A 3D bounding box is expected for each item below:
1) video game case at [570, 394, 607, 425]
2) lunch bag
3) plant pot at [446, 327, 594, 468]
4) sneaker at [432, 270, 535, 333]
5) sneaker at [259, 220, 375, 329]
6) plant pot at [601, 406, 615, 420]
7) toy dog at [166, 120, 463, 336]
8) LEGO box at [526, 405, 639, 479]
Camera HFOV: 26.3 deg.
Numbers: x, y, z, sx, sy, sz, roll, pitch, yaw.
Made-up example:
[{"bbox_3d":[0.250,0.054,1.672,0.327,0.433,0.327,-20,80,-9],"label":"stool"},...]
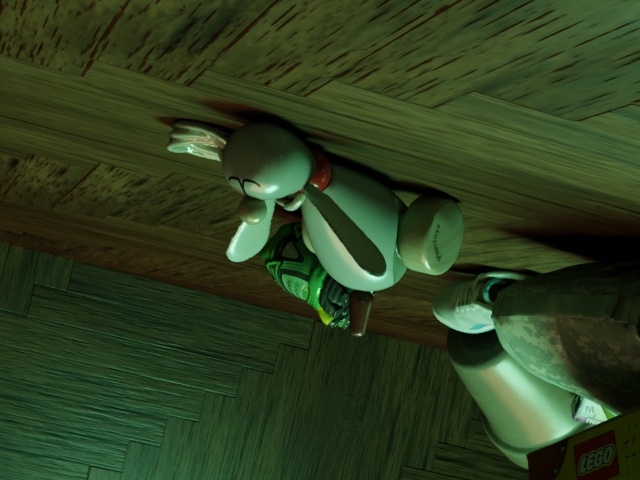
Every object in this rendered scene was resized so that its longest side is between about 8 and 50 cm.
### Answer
[{"bbox_3d":[0.494,0.191,1.925,0.232,0.210,0.042,13,-146,-2],"label":"video game case"},{"bbox_3d":[0.364,0.110,1.531,0.287,0.169,0.235,27,166,-30],"label":"lunch bag"},{"bbox_3d":[0.312,0.185,2.081,0.229,0.263,0.263,39,159,-33],"label":"plant pot"},{"bbox_3d":[0.238,0.079,1.929,0.092,0.087,0.228,27,159,-38],"label":"sneaker"},{"bbox_3d":[0.012,0.025,1.822,0.146,0.134,0.343,37,180,9],"label":"sneaker"},{"bbox_3d":[0.491,0.219,1.777,0.293,0.275,0.275,46,176,6],"label":"plant pot"},{"bbox_3d":[0.000,0.000,1.369,0.333,0.161,0.220,18,171,-37],"label":"toy dog"},{"bbox_3d":[0.522,0.277,1.385,0.372,0.193,0.500,31,133,-34],"label":"LEGO box"}]
